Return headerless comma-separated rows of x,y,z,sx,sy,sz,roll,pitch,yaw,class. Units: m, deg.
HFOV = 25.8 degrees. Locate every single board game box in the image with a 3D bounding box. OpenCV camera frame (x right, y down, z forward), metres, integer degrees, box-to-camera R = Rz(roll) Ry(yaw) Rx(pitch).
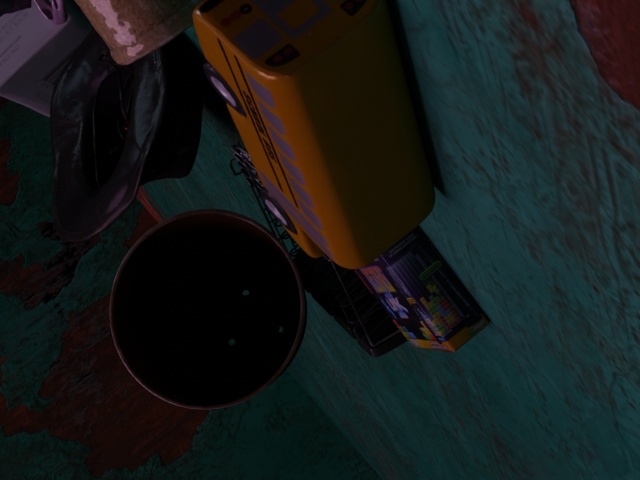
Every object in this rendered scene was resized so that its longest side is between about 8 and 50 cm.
0.083,0.038,1.353,0.141,0.048,0.170,52,171,-3,board game box

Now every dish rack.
0.000,0.000,1.560,0.208,0.074,0.271,42,165,42,dish rack

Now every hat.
-0.226,-0.145,1.762,0.134,0.331,0.331,9,-162,-33,hat

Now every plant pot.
-0.102,0.085,1.603,0.215,0.215,0.230,50,-176,11,plant pot

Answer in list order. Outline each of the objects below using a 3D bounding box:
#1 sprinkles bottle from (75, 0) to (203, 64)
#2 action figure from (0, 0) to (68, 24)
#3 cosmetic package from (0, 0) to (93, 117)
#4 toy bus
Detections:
-0.241,-0.336,1.289,0.355,0.121,0.121,55,171,-17,sprinkles bottle
-0.470,-0.473,1.789,0.248,0.276,0.370,111,154,-57,action figure
-0.494,-0.400,2.010,0.453,0.161,0.230,50,-173,15,cosmetic package
0.006,-0.087,1.073,0.130,0.108,0.332,45,168,30,toy bus
